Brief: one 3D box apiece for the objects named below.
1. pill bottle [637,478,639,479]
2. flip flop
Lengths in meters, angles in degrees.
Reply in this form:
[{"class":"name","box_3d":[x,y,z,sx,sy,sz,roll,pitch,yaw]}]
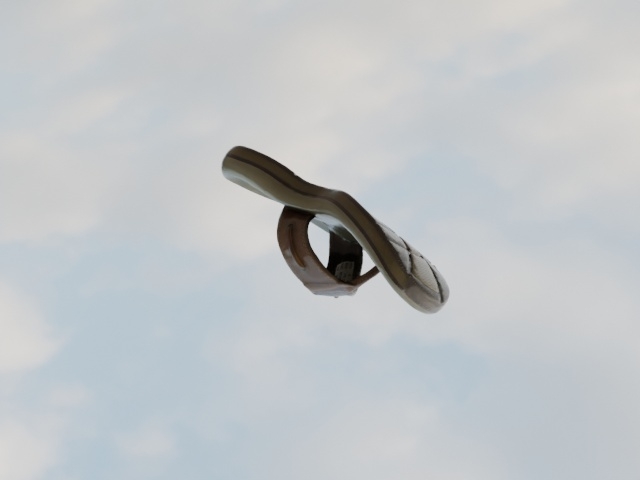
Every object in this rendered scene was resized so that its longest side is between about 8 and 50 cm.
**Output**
[{"class":"pill bottle","box_3d":[0.189,0.205,0.569,0.112,0.112,0.187,-1,-112,25]},{"class":"flip flop","box_3d":[0.000,0.000,1.042,0.277,0.112,0.080,32,-94,43]}]
